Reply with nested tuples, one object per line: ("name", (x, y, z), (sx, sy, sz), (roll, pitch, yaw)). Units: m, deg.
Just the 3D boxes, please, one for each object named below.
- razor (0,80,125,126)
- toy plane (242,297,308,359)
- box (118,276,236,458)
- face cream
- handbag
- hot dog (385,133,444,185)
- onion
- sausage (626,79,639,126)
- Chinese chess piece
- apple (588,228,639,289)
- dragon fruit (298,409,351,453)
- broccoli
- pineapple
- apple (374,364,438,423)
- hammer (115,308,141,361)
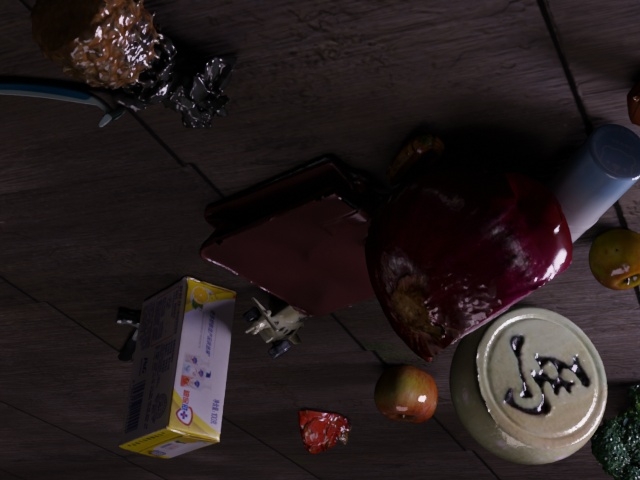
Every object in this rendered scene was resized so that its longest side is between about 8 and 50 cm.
("razor", (-0.329, -0.167, 1.125), (0.191, 0.037, 0.068), (10, -166, 1))
("toy plane", (-0.068, 0.127, 1.528), (0.108, 0.092, 0.286), (-36, 171, 10))
("box", (-0.234, 0.211, 1.587), (0.097, 0.265, 0.168), (22, 147, -32))
("face cream", (0.308, -0.047, 1.185), (0.077, 0.077, 0.250), (10, 153, -8))
("handbag", (0.000, 0.001, 1.344), (0.275, 0.084, 0.260), (-18, 142, 37))
("hot dog", (0.113, -0.099, 1.174), (0.049, 0.037, 0.122), (3, 160, -20))
("onion", (0.168, 0.001, 1.142), (0.207, 0.216, 0.206), (49, 148, 9))
("sausage", (0.393, -0.132, 1.022), (0.169, 0.065, 0.065), (14, 151, -14))
("Chinese chess piece", (0.327, 0.225, 1.517), (0.250, 0.250, 0.101), (12, 155, -12))
("apple", (0.411, 0.026, 1.309), (0.089, 0.074, 0.089), (2, 152, 1))
("dragon fruit", (0.012, 0.439, 2.180), (0.106, 0.083, 0.162), (-3, 149, 11))
("broccoli", (0.643, 0.378, 1.831), (0.269, 0.269, 0.254), (-22, 99, 42))
("pineapple", (-0.178, -0.185, 0.996), (0.119, 0.111, 0.237), (26, 178, 37))
("apple", (0.165, 0.293, 1.841), (0.126, 0.102, 0.126), (9, 157, 4))
("hammer", (-0.347, 0.189, 1.824), (0.103, 0.029, 0.246), (13, 153, -13))
